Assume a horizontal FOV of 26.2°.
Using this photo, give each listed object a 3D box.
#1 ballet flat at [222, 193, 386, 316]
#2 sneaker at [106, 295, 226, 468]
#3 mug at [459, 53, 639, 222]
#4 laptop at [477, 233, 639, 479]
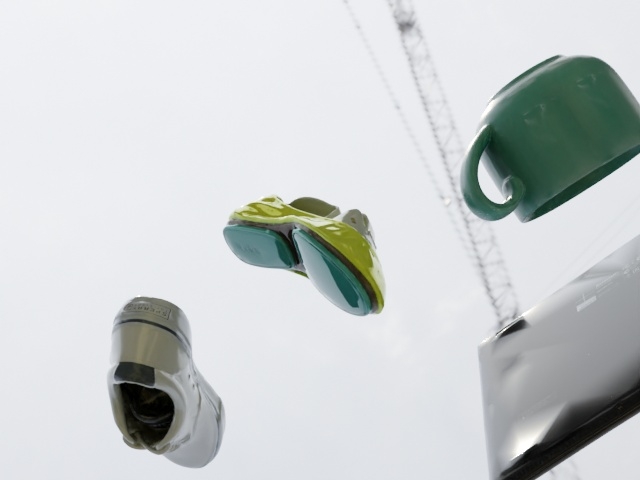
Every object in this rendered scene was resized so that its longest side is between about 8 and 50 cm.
[{"bbox_3d":[0.000,0.000,1.174,0.077,0.231,0.077,-35,-61,-22],"label":"ballet flat"},{"bbox_3d":[-0.150,0.154,1.253,0.094,0.258,0.091,7,-125,15],"label":"sneaker"},{"bbox_3d":[0.181,-0.086,1.085,0.097,0.129,0.158,59,-149,9],"label":"mug"},{"bbox_3d":[0.366,0.099,1.268,0.236,0.382,0.408,48,-161,-15],"label":"laptop"}]
